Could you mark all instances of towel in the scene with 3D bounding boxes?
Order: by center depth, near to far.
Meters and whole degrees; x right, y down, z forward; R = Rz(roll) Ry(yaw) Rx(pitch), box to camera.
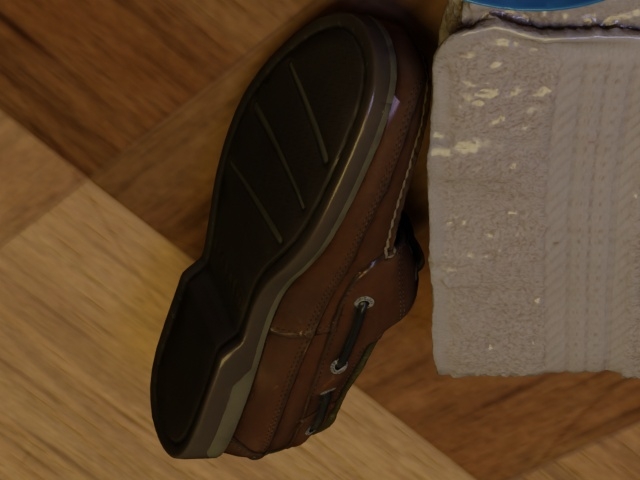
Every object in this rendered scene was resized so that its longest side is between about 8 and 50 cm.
[{"bbox_3d":[0.148,-0.021,0.978,0.187,0.049,0.282,2,137,6],"label":"towel"}]

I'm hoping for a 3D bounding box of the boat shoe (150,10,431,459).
[{"bbox_3d":[0.000,0.000,1.058,0.104,0.111,0.307,3,137,-27],"label":"boat shoe"}]

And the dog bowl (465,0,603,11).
[{"bbox_3d":[0.089,-0.229,0.782,0.166,0.074,0.297,14,139,9],"label":"dog bowl"}]
